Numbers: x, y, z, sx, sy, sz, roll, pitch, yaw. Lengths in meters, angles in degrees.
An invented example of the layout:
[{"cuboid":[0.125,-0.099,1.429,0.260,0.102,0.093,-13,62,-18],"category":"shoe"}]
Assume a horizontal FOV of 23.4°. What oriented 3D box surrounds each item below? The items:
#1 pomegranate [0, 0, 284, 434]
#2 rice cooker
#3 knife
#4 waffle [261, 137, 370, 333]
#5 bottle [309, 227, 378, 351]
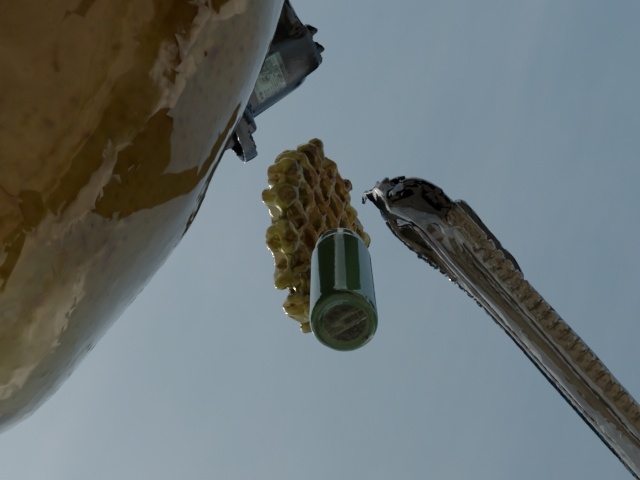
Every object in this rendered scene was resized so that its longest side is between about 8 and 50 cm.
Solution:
[{"cuboid":[-0.206,-0.110,0.701,0.417,0.416,0.416,-3,-120,4],"category":"pomegranate"},{"cuboid":[-0.084,-0.143,0.955,0.118,0.142,0.203,-30,-117,-4],"category":"rice cooker"},{"cuboid":[0.172,0.078,1.151,0.043,0.089,0.365,-40,-100,-18],"category":"knife"},{"cuboid":[-0.001,0.004,1.367,0.038,0.191,0.191,-12,-123,22],"category":"waffle"},{"cuboid":[0.010,0.021,0.713,0.030,0.030,0.083,-6,-158,2],"category":"bottle"}]
